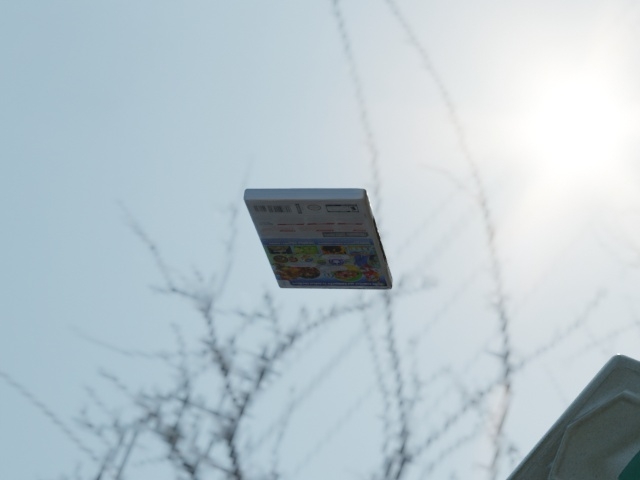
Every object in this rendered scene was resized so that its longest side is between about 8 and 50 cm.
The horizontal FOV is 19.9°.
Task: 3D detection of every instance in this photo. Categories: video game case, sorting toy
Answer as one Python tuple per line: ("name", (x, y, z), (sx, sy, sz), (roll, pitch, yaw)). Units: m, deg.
("video game case", (0.000, 0.000, 1.304), (0.122, 0.087, 0.011), (71, -157, -55))
("sorting toy", (0.185, 0.124, 1.047), (0.307, 0.229, 0.041), (-48, -70, -10))
